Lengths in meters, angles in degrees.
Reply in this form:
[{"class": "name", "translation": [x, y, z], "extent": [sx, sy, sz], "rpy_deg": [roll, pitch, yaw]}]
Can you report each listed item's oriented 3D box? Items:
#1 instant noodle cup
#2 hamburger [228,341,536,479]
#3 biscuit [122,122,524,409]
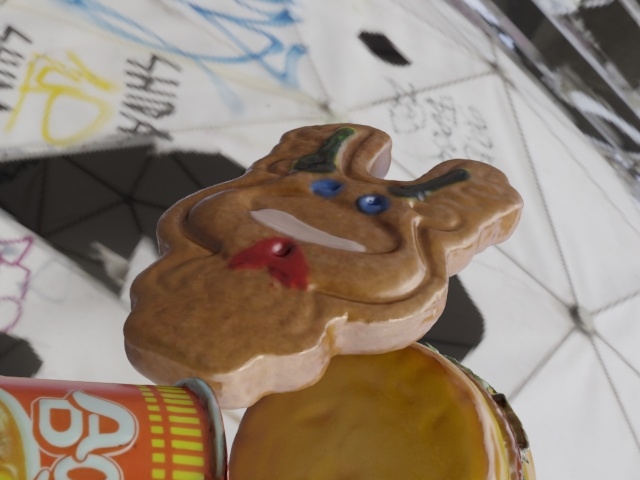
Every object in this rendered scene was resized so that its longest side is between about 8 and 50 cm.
[{"class": "instant noodle cup", "translation": [-0.171, 0.136, 0.516], "extent": [0.193, 0.212, 0.193], "rpy_deg": [-47, -144, 50]}, {"class": "hamburger", "translation": [0.054, 0.198, 0.878], "extent": [0.246, 0.170, 0.246], "rpy_deg": [-11, -113, 27]}, {"class": "biscuit", "translation": [0.000, 0.000, 0.761], "extent": [0.202, 0.047, 0.334], "rpy_deg": [22, -143, 25]}]
